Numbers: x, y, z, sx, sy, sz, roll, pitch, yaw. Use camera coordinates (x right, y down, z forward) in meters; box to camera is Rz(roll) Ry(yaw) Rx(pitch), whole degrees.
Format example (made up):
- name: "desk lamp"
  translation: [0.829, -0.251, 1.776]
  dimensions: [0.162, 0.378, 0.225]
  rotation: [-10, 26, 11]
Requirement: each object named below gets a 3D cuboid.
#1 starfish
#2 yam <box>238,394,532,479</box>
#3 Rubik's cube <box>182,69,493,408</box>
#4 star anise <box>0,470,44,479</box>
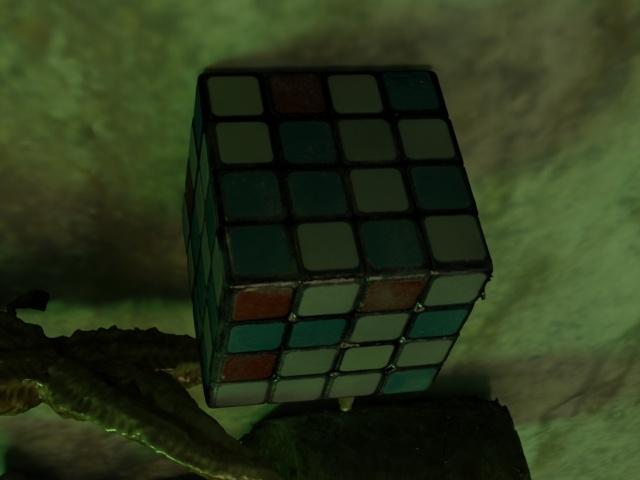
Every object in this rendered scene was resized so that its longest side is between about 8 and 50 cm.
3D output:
- name: "starfish"
  translation: [-0.096, 0.061, 0.436]
  dimensions: [0.247, 0.138, 0.050]
  rotation: [4, 109, -11]
- name: "yam"
  translation: [0.043, 0.143, 0.636]
  dimensions: [0.183, 0.107, 0.107]
  rotation: [-2, 146, -13]
- name: "Rubik's cube"
  translation: [0.000, 0.000, 0.403]
  dimensions: [0.092, 0.092, 0.092]
  rotation: [-3, 147, -14]
- name: "star anise"
  translation: [-0.160, 0.208, 0.662]
  dimensions: [0.257, 0.111, 0.198]
  rotation: [14, 140, -44]
